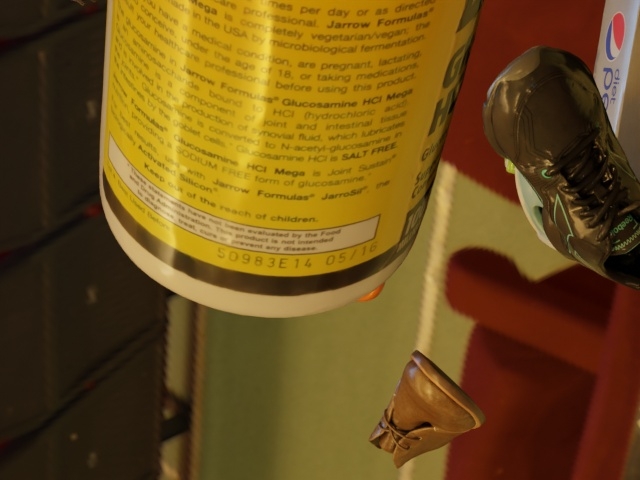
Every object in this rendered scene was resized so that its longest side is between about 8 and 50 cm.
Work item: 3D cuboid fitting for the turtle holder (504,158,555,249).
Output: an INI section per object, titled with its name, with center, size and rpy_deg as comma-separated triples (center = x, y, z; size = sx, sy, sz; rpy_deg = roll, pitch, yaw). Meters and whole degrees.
[turtle holder]
center = 0.355, -0.103, 2.014
size = 0.320, 0.243, 0.227
rpy_deg = 23, 109, 30

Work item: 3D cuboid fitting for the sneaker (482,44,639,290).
[sneaker]
center = 0.218, -0.054, 1.198
size = 0.106, 0.101, 0.267
rpy_deg = 50, 180, 43

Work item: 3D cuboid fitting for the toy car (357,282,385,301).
[toy car]
center = 0.000, 0.000, 1.630
size = 0.182, 0.136, 0.159
rpy_deg = 35, 140, -18

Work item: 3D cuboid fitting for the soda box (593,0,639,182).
[soda box]
center = 0.315, -0.136, 1.411
size = 0.091, 0.098, 0.286
rpy_deg = -143, 62, -78

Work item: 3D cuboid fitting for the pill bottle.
[pill bottle]
center = -0.011, -0.131, 0.743
size = 0.188, 0.188, 0.334
rpy_deg = 44, 145, 27

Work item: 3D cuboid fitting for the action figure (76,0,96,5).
[action figure]
center = -0.086, -0.273, 1.004
size = 0.276, 0.141, 0.164
rpy_deg = -22, 70, 34

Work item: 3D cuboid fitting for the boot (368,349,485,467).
[boot]
center = 0.120, 0.216, 1.797
size = 0.112, 0.115, 0.305
rpy_deg = 48, 170, 15
